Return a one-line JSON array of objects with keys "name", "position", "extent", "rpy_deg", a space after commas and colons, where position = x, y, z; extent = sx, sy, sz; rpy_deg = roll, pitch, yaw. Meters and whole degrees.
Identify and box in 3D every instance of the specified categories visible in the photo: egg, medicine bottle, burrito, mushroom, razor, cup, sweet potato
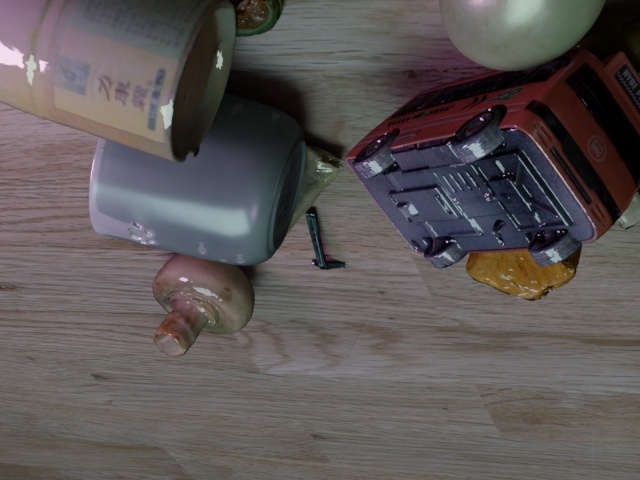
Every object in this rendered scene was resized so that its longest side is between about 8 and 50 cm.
[{"name": "egg", "position": [0.236, -0.299, 1.450], "extent": [0.186, 0.187, 0.253], "rpy_deg": [23, 146, -13]}, {"name": "medicine bottle", "position": [-0.341, -0.276, 1.700], "extent": [0.406, 0.236, 0.236], "rpy_deg": [19, 150, 8]}, {"name": "burrito", "position": [-0.038, -0.081, 2.071], "extent": [0.082, 0.059, 0.275], "rpy_deg": [31, 147, -3]}, {"name": "mushroom", "position": [-0.223, 0.117, 2.362], "extent": [0.206, 0.209, 0.206], "rpy_deg": [-2, 128, -2]}, {"name": "razor", "position": [-0.001, 0.005, 2.221], "extent": [0.066, 0.033, 0.190], "rpy_deg": [6, 148, 15]}, {"name": "cup", "position": [-0.168, -0.101, 1.936], "extent": [0.274, 0.259, 0.356], "rpy_deg": [15, -177, 9]}, {"name": "sweet potato", "position": [0.362, -0.267, 1.568], "extent": [0.285, 0.085, 0.112], "rpy_deg": [6, 116, 37]}]

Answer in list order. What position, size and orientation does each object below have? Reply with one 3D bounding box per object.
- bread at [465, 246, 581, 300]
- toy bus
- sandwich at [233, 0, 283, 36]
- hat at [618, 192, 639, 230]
[{"name": "bread", "position": [0.323, -0.001, 1.950], "extent": [0.158, 0.149, 0.143], "rpy_deg": [20, 146, -8]}, {"name": "toy bus", "position": [0.233, -0.107, 1.625], "extent": [0.203, 0.233, 0.427], "rpy_deg": [52, 157, -16]}, {"name": "sandwich", "position": [-0.093, -0.317, 1.729], "extent": [0.067, 0.029, 0.135], "rpy_deg": [31, 148, -26]}, {"name": "hat", "position": [0.396, -0.147, 1.746], "extent": [0.226, 0.164, 0.219], "rpy_deg": [45, 160, 32]}]
